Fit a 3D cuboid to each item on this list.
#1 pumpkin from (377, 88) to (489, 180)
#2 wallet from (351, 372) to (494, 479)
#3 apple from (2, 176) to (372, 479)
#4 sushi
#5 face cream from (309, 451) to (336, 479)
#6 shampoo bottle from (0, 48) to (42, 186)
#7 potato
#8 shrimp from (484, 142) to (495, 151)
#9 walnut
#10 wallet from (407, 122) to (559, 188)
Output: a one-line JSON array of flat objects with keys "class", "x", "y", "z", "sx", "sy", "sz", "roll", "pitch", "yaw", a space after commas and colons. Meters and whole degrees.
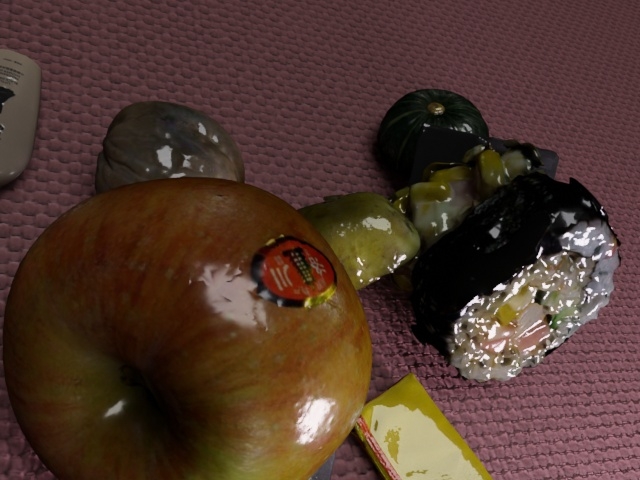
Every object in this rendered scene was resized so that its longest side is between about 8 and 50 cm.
[{"class": "pumpkin", "x": 0.215, "y": -0.198, "z": 1.316, "sx": 0.211, "sy": 0.152, "sz": 0.212, "roll": 3, "pitch": 41, "yaw": -2}, {"class": "wallet", "x": 0.150, "y": 0.329, "z": 1.006, "sx": 0.141, "sy": 0.067, "sz": 0.241, "roll": -25, "pitch": 70, "yaw": -32}, {"class": "apple", "x": -0.136, "y": 0.118, "z": 0.784, "sx": 0.400, "sy": 0.400, "sz": 0.333, "roll": 43, "pitch": 22, "yaw": 3}, {"class": "sushi", "x": 0.278, "y": 0.028, "z": 1.109, "sx": 0.328, "sy": 0.328, "sz": 0.285, "roll": 35, "pitch": 15, "yaw": -43}, {"class": "face cream", "x": -0.009, "y": 0.261, "z": 0.953, "sx": 0.073, "sy": 0.073, "sz": 0.284, "roll": 24, "pitch": 52, "yaw": -13}, {"class": "shampoo bottle", "x": -0.470, "y": -0.159, "z": 0.973, "sx": 0.127, "sy": 0.078, "sz": 0.257, "roll": 17, "pitch": 56, "yaw": -22}, {"class": "potato", "x": 0.000, "y": 0.000, "z": 1.013, "sx": 0.271, "sy": 0.111, "sz": 0.160, "roll": -26, "pitch": 43, "yaw": 6}, {"class": "shrimp", "x": 0.283, "y": -0.109, "z": 1.207, "sx": 0.090, "sy": 0.127, "sz": 0.025, "roll": -9, "pitch": 19, "yaw": -16}, {"class": "walnut", "x": -0.214, "y": -0.094, "z": 0.996, "sx": 0.224, "sy": 0.224, "sz": 0.224, "roll": 14, "pitch": 55, "yaw": -20}, {"class": "wallet", "x": 0.290, "y": -0.067, "z": 1.257, "sx": 0.322, "sy": 0.041, "sz": 0.247, "roll": 7, "pitch": 101, "yaw": -25}]
